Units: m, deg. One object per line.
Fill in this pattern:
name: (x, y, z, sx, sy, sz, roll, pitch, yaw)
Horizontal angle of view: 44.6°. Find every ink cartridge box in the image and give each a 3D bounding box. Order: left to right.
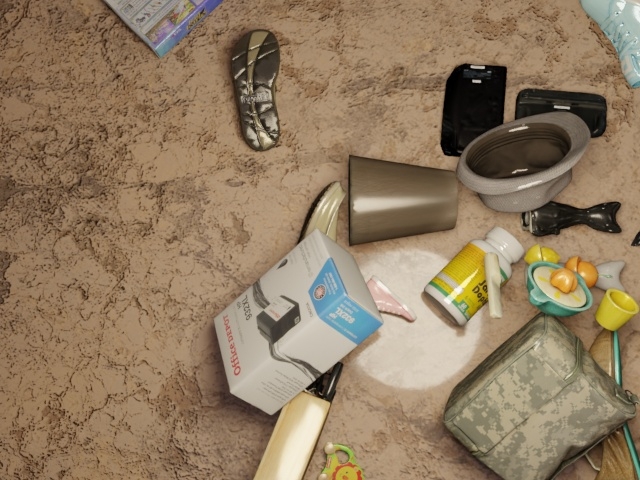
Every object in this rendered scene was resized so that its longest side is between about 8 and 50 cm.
ink cartridge box: (-0.053, 0.162, 1.565, 0.307, 0.129, 0.223, -41, 38, 14)

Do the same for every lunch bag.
lunch bag: (0.425, 0.330, 1.526, 0.256, 0.212, 0.305, 45, 111, 6)

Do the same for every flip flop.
flip flop: (-0.141, -0.342, 1.789, 0.112, 0.080, 0.276, -5, 95, -2)

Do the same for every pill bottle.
pill bottle: (0.330, 0.072, 1.656, 0.208, 0.117, 0.117, -44, 80, -5)

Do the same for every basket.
basket: (0.174, -0.088, 1.683, 0.227, 0.154, 0.204, -1, 74, 0)

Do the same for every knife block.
knife block: (-0.036, 0.357, 1.575, 0.088, 0.275, 0.242, 20, 111, 8)

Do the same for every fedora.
fedora: (0.430, -0.148, 1.636, 0.276, 0.124, 0.243, -21, 36, 5)

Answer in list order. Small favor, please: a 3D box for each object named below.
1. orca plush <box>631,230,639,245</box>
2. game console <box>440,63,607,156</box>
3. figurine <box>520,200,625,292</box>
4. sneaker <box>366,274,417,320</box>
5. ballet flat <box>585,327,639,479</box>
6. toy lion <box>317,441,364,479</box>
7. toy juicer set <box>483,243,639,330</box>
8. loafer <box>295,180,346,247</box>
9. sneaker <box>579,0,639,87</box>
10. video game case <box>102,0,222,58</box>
orca plush: (0.807, 0.052, 1.634, 0.151, 0.102, 0.287, -40, 80, -4)
game console: (0.456, -0.279, 1.750, 0.362, 0.044, 0.213, 6, 82, 5)
figurine: (0.548, 0.017, 1.671, 0.210, 0.092, 0.214, -1, 81, 0)
sneaker: (0.142, 0.143, 1.691, 0.134, 0.051, 0.070, 42, 87, 13)
ballet flat: (0.575, 0.349, 1.608, 0.124, 0.116, 0.342, -10, 83, 22)
toy lion: (0.047, 0.485, 1.648, 0.096, 0.034, 0.100, 12, 81, -1)
toy juicer set: (0.442, 0.067, 1.510, 0.329, 0.089, 0.209, 7, 39, -23)
loafer: (0.000, 0.000, 1.706, 0.092, 0.102, 0.268, 24, 96, -8)
sneaker: (0.703, -0.424, 1.711, 0.366, 0.135, 0.150, 39, 81, 10)
video game case: (-0.369, -0.609, 1.854, 0.269, 0.061, 0.244, -44, 79, -4)
